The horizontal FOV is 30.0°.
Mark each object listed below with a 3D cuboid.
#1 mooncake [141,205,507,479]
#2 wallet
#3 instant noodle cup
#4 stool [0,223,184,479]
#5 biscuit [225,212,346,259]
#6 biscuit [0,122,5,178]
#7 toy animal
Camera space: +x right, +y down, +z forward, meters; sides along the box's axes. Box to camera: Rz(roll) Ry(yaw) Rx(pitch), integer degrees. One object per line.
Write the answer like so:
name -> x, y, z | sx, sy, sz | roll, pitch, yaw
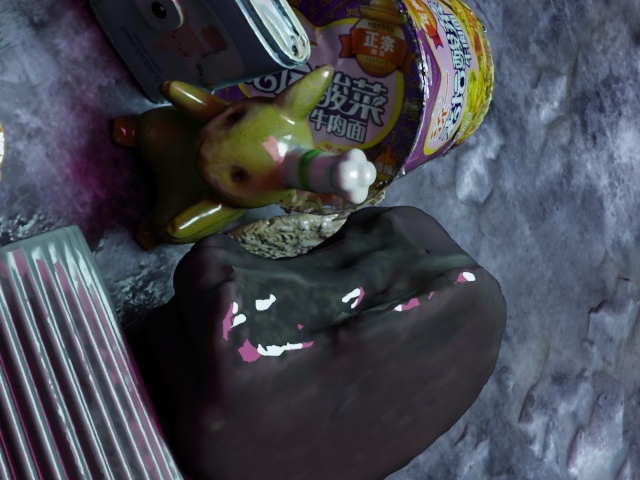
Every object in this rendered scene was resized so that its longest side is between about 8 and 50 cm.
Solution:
mooncake -> -0.007, 0.129, 1.310 | 0.381, 0.212, 0.351 | -3, 125, -29
wallet -> -0.147, -0.253, 1.393 | 0.176, 0.250, 0.075 | 56, 51, -24
instant noodle cup -> 0.056, -0.209, 1.564 | 0.266, 0.339, 0.340 | -15, 95, -55
stool -> -0.305, 0.175, 1.169 | 0.297, 0.297, 0.330 | -21, 96, -43
biscuit -> 0.005, -0.001, 1.592 | 0.250, 0.133, 0.032 | 14, 58, -41
biscuit -> -0.413, -0.131, 1.278 | 0.184, 0.027, 0.134 | 30, 64, -39
toy animal -> -0.101, -0.099, 1.363 | 0.180, 0.363, 0.181 | -6, 86, -30
